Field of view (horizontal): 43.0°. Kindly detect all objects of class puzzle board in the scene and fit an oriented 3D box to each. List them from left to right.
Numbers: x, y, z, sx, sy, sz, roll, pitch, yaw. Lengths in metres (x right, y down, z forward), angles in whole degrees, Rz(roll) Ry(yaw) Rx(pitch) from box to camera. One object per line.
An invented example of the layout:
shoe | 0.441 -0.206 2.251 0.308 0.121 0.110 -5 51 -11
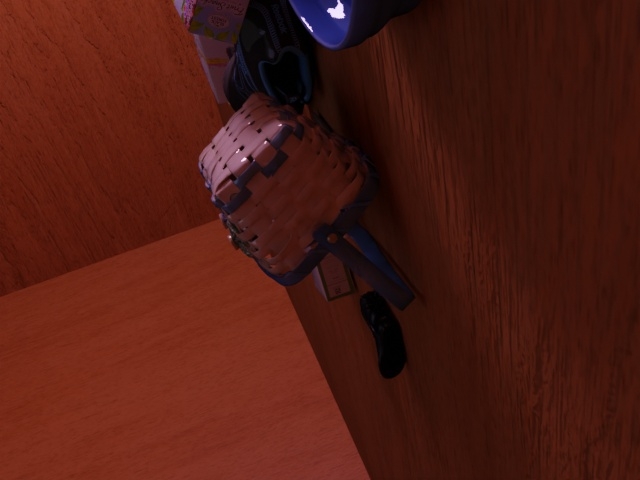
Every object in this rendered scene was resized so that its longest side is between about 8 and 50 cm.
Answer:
puzzle board | 0.019 -0.132 1.236 0.128 0.011 0.096 -122 15 -56

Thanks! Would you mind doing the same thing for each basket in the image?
basket | -0.012 -0.043 1.061 0.289 0.201 0.254 35 -171 -24

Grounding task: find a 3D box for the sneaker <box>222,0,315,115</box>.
sneaker | -0.074 -0.231 1.203 0.340 0.125 0.139 84 163 -66

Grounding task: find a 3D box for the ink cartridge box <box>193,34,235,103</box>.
ink cartridge box | -0.160 -0.366 1.467 0.176 0.128 0.128 80 168 -51

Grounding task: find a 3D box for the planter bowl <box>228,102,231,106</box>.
planter bowl | -0.181 -0.396 1.693 0.217 0.090 0.217 160 90 -84

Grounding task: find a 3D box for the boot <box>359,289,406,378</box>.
boot | 0.095 0.146 1.293 0.099 0.045 0.121 -124 23 -54

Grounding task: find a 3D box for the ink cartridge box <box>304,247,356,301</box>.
ink cartridge box | 0.000 0.000 1.535 0.109 0.062 0.209 -132 24 -72

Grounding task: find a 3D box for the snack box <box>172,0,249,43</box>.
snack box | -0.123 -0.375 1.013 0.207 0.070 0.174 -67 28 25

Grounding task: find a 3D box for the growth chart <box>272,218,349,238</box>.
growth chart | -0.027 -0.070 1.264 0.237 0.021 0.171 -17 -90 -62

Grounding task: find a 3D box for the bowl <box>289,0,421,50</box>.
bowl | -0.014 -0.346 0.617 0.391 0.077 0.391 159 90 -83
